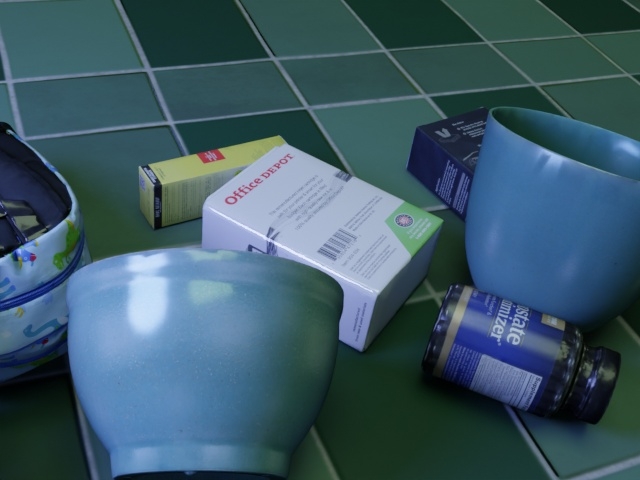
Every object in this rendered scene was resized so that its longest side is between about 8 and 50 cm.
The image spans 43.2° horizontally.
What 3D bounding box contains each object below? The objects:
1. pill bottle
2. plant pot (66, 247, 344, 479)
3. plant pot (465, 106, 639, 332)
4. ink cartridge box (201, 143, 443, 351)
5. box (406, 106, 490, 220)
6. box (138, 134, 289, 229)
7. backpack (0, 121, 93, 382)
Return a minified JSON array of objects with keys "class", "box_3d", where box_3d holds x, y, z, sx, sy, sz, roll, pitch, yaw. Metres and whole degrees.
[{"class":"pill bottle","box_3d":[0.246,0.143,1.000,0.219,0.122,0.122,19,42,12]},{"class":"plant pot","box_3d":[-0.119,0.150,0.834,0.293,0.293,0.196,2,67,-8]},{"class":"plant pot","box_3d":[0.328,-0.020,1.087,0.293,0.235,0.293,14,23,-6]},{"class":"ink cartridge box","box_3d":[0.000,0.000,1.123,0.273,0.114,0.198,27,43,19]},{"class":"box","box_3d":[0.256,-0.130,1.338,0.156,0.093,0.158,-19,49,-29]},{"class":"box","box_3d":[-0.154,-0.090,1.221,0.232,0.087,0.058,-17,47,-26]},{"class":"backpack","box_3d":[-0.413,0.003,0.958,0.290,0.273,0.356,-25,25,-37]}]
